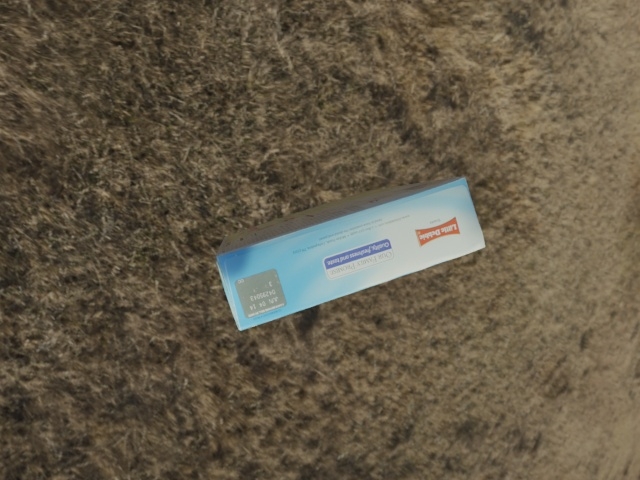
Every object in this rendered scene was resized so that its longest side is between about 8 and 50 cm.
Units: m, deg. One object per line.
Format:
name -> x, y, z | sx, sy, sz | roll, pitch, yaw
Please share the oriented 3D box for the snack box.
snack box -> 0.000, 0.000, 0.541 | 0.187, 0.322, 0.060 | -18, 95, -7
